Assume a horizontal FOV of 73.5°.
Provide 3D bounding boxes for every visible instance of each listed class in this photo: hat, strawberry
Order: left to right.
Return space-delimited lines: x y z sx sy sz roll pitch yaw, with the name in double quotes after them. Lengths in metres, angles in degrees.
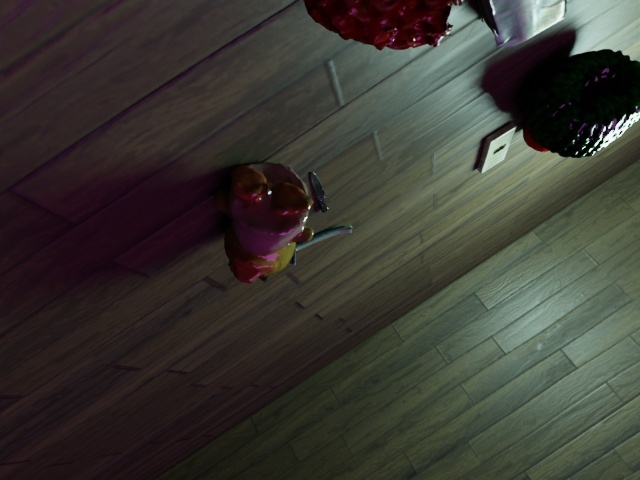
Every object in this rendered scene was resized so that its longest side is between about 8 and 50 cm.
0.062 -0.332 0.495 0.178 0.233 0.234 -6 156 9 "strawberry"
0.650 -0.314 1.128 0.274 0.242 0.332 -18 166 -5 "hat"

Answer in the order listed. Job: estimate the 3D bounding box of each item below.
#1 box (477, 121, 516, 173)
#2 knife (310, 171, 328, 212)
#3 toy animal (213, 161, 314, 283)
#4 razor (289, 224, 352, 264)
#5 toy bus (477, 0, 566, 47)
0.520 -0.270 1.271 0.090 0.024 0.167 -32 155 -4 "box"
-0.002 -0.107 0.964 0.023 0.010 0.170 -31 153 -4 "knife"
-0.111 -0.025 0.820 0.169 0.196 0.281 -66 178 -45 "toy animal"
-0.002 -0.003 1.118 0.191 0.037 0.068 -26 150 -21 "razor"
0.287 -0.423 0.635 0.138 0.112 0.317 -33 156 23 "toy bus"
